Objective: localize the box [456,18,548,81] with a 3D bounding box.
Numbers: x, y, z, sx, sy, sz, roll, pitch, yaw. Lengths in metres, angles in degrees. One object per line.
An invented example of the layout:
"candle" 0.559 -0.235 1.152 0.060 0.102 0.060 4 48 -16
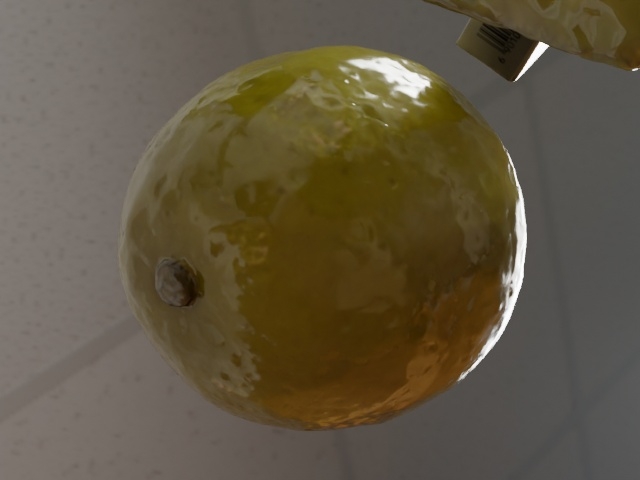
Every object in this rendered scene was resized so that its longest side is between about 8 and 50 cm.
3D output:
"box" 0.211 -0.256 1.258 0.149 0.067 0.233 -49 -9 -48

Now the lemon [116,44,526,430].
"lemon" 0.000 0.000 1.281 0.348 0.348 0.348 -6 -82 -52

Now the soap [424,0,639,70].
"soap" 0.149 -0.313 0.777 0.115 0.306 0.427 6 -71 -55
